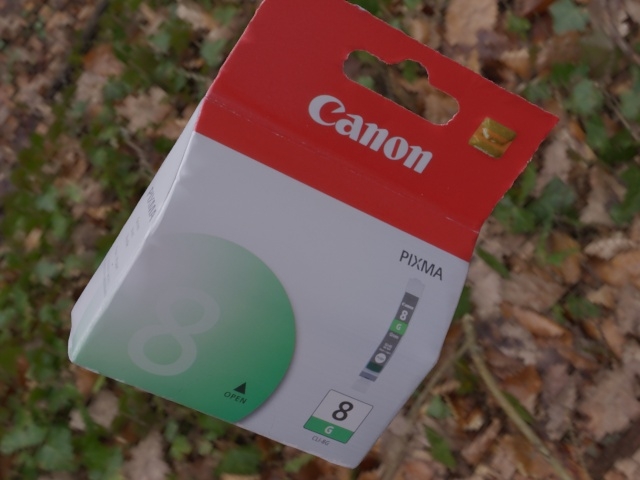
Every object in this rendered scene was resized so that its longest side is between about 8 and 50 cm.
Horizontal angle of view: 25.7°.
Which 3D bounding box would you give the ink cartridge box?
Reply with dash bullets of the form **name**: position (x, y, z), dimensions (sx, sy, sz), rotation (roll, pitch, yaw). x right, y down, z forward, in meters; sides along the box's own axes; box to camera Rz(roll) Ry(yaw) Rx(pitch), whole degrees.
- **ink cartridge box**: position (0.000, 0.000, 0.730), dimensions (0.224, 0.181, 0.056), rotation (-55, 26, 22)
